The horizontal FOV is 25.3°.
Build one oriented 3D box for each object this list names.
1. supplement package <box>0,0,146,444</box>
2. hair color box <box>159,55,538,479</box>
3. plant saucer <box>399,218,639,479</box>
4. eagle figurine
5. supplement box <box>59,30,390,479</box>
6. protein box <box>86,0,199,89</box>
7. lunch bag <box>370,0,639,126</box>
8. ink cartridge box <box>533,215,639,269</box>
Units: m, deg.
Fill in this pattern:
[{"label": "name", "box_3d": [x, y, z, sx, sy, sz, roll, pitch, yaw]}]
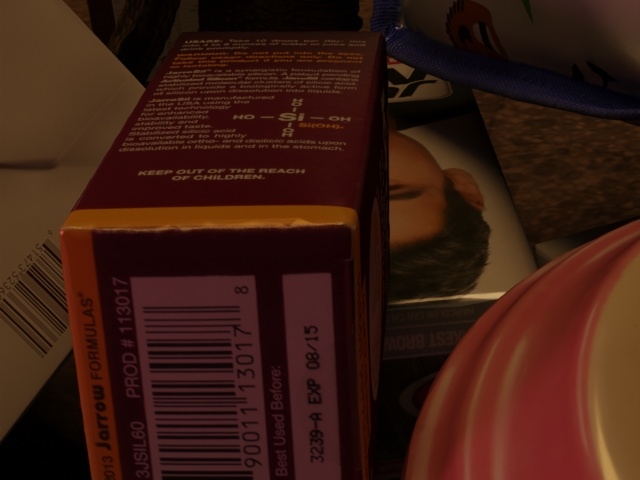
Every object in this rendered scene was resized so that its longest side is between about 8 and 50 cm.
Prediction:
[{"label": "supplement package", "box_3d": [-0.192, 0.005, 0.586, 0.203, 0.149, 0.194, -16, 31, 52]}, {"label": "hair color box", "box_3d": [0.000, 0.000, 0.742, 0.185, 0.114, 0.374, -6, 25, 1]}, {"label": "plant saucer", "box_3d": [0.188, 0.090, 0.404, 0.332, 0.084, 0.332, 5, 43, -5]}, {"label": "eagle figurine", "box_3d": [-0.090, -0.190, 0.952, 0.226, 0.298, 0.225, -5, 21, 5]}, {"label": "supplement box", "box_3d": [-0.020, 0.004, 0.470, 0.080, 0.104, 0.188, 0, 24, 5]}, {"label": "protein box", "box_3d": [-0.113, -0.253, 1.220, 0.136, 0.201, 0.200, -2, 25, 9]}, {"label": "lunch bag", "box_3d": [0.244, -0.135, 0.603, 0.327, 0.239, 0.385, -4, 15, -24]}, {"label": "ink cartridge box", "box_3d": [0.220, 0.043, 0.621, 0.212, 0.093, 0.154, -15, 26, -18]}]
